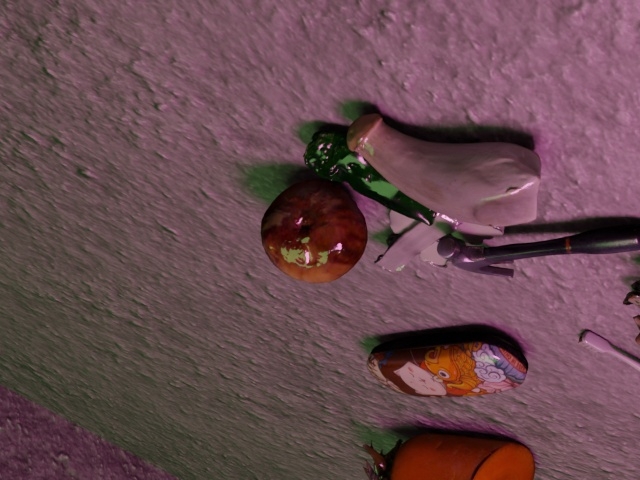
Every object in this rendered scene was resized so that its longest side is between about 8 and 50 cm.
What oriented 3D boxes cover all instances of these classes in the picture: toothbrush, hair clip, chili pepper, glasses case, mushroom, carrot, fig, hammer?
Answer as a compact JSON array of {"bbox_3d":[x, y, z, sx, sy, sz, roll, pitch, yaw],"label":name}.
[{"bbox_3d":[0.558,0.232,1.899,0.342,0.025,0.030,28,158,-10],"label":"toothbrush"},{"bbox_3d":[0.158,-0.010,1.748,0.140,0.054,0.220,34,148,-11],"label":"hair clip"},{"bbox_3d":[0.086,-0.089,1.645,0.224,0.061,0.098,25,131,5],"label":"chili pepper"},{"bbox_3d":[0.215,0.217,2.062,0.122,0.082,0.321,39,148,-31],"label":"glasses case"},{"bbox_3d":[0.160,-0.088,1.551,0.270,0.103,0.118,15,133,20],"label":"mushroom"},{"bbox_3d":[0.242,0.491,2.389,0.331,0.214,0.193,3,142,39],"label":"carrot"},{"bbox_3d":[-0.004,0.011,1.796,0.160,0.143,0.230,7,148,11],"label":"fig"},{"bbox_3d":[0.321,0.012,1.650,0.290,0.037,0.137,-8,162,33],"label":"hammer"}]

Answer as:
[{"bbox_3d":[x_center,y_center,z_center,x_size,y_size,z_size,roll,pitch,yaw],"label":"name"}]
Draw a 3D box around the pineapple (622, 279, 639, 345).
[{"bbox_3d":[0.533,0.152,1.631,0.262,0.262,0.271,-20,107,52],"label":"pineapple"}]
